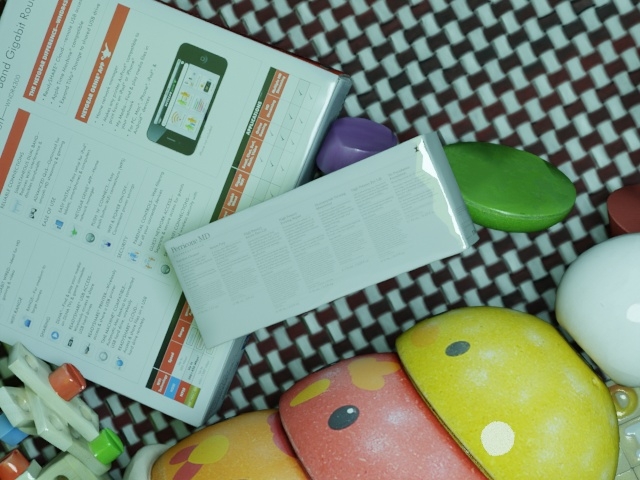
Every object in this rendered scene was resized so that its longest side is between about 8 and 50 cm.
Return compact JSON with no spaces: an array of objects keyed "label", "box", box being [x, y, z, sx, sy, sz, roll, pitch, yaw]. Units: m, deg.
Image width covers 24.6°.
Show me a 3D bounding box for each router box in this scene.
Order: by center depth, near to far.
[{"label":"router box","box":[-0.173,-0.048,1.310,0.301,0.082,0.335,24,98,6]}]

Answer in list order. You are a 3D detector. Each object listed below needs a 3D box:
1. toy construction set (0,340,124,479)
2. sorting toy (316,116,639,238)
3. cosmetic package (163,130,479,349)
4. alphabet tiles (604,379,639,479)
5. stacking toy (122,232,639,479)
[{"label":"toy construction set","box":[-0.302,0.222,1.319,0.327,0.151,0.215,-36,98,22]},{"label":"sorting toy","box":[0.167,0.002,1.263,0.365,0.127,0.126,15,120,5]},{"label":"cosmetic package","box":[0.000,0.000,1.199,0.239,0.060,0.099,-21,93,19]},{"label":"alphabet tiles","box":[0.283,0.219,1.298,0.237,0.009,0.198,-27,90,10]},{"label":"stacking toy","box":[0.112,0.166,1.165,0.480,0.350,0.350,-43,87,4]}]
